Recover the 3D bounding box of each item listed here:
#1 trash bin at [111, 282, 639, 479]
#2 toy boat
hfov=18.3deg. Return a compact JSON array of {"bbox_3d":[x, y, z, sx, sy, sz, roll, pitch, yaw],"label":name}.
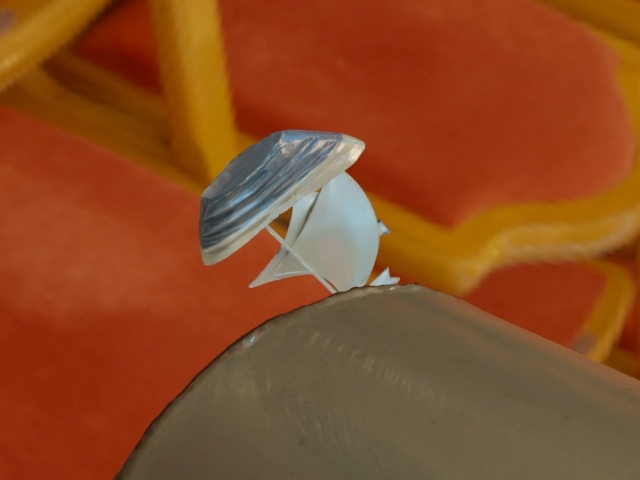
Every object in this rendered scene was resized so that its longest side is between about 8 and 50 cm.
[{"bbox_3d":[0.129,0.198,0.630,0.280,0.432,0.280,-17,119,-33],"label":"trash bin"},{"bbox_3d":[0.002,-0.010,1.113,0.149,0.034,0.105,21,114,-32],"label":"toy boat"}]
